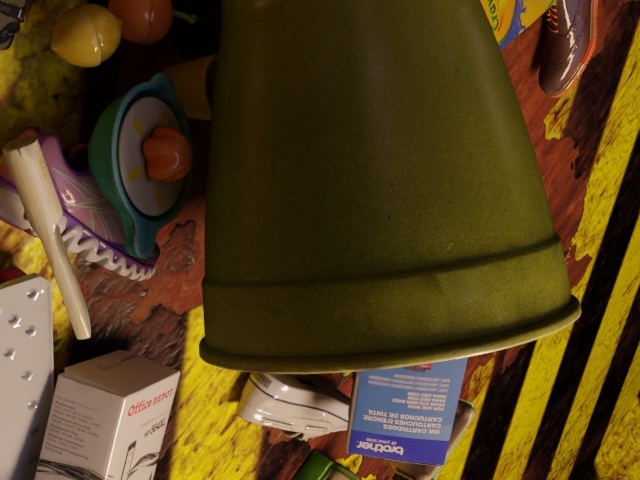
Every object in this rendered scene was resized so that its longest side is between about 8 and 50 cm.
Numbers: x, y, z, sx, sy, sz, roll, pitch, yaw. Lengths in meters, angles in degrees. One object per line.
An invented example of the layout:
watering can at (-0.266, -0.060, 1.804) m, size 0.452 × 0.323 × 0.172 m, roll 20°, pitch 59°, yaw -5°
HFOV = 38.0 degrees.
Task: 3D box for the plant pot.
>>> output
plant pot at (0.044, -0.089, 0.887) m, size 0.366 × 0.366 × 0.353 m, roll -12°, pitch 98°, yaw -47°

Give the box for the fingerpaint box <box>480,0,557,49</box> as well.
fingerpaint box at (0.188, -0.466, 0.994) m, size 0.371 × 0.163 × 0.445 m, roll -41°, pitch 137°, yaw -29°

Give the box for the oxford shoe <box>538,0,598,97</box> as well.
oxford shoe at (0.381, -0.361, 1.468) m, size 0.098 × 0.097 × 0.271 m, roll -1°, pitch 113°, yaw -29°

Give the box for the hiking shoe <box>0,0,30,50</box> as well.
hiking shoe at (-0.269, -0.218, 0.755) m, size 0.227 × 0.086 × 0.114 m, roll -38°, pitch 154°, yaw -20°

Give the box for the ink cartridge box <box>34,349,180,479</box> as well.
ink cartridge box at (-0.243, 0.240, 1.041) m, size 0.148 × 0.086 × 0.203 m, roll -14°, pitch 120°, yaw -75°

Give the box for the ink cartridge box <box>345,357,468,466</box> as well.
ink cartridge box at (0.126, 0.129, 1.331) m, size 0.270 × 0.151 × 0.395 m, roll -79°, pitch 178°, yaw -60°

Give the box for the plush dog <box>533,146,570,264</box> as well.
plush dog at (0.288, -0.063, 1.492) m, size 0.262 × 0.210 × 0.225 m, roll -11°, pitch 96°, yaw -50°

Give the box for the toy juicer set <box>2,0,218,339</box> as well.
toy juicer set at (-0.172, -0.101, 0.834) m, size 0.209 × 0.089 × 0.329 m, roll 65°, pitch 34°, yaw -46°

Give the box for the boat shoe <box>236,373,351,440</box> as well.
boat shoe at (-0.025, 0.255, 1.386) m, size 0.088 × 0.096 × 0.267 m, roll -57°, pitch 145°, yaw 3°

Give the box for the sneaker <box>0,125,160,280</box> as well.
sneaker at (-0.230, -0.037, 0.918) m, size 0.236 × 0.095 × 0.104 m, roll 36°, pitch 77°, yaw -55°

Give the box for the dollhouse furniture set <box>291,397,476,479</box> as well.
dollhouse furniture set at (0.121, 0.374, 1.564) m, size 0.301 × 0.197 × 0.151 m, roll -52°, pitch 144°, yaw -10°

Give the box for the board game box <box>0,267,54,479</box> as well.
board game box at (-0.438, 0.244, 0.891) m, size 0.390 × 0.050 × 0.390 m, roll -22°, pitch 130°, yaw -42°
